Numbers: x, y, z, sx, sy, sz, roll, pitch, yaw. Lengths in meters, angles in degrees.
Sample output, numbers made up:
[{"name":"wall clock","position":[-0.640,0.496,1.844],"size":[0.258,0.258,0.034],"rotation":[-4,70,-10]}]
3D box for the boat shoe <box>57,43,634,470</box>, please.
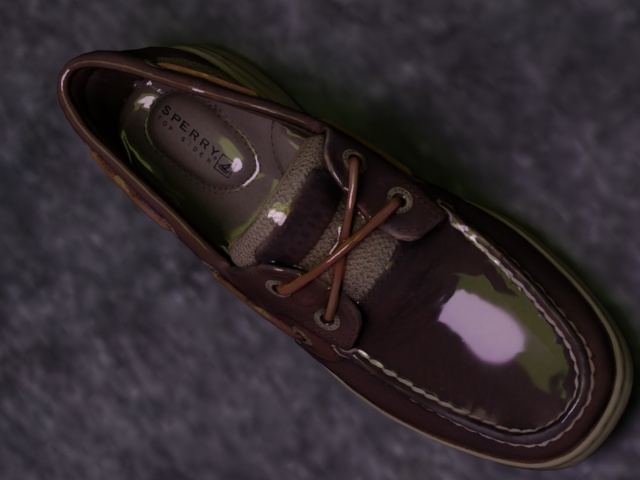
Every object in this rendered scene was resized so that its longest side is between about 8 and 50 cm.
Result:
[{"name":"boat shoe","position":[0.000,0.000,1.006],"size":[0.342,0.123,0.123],"rotation":[39,102,24]}]
